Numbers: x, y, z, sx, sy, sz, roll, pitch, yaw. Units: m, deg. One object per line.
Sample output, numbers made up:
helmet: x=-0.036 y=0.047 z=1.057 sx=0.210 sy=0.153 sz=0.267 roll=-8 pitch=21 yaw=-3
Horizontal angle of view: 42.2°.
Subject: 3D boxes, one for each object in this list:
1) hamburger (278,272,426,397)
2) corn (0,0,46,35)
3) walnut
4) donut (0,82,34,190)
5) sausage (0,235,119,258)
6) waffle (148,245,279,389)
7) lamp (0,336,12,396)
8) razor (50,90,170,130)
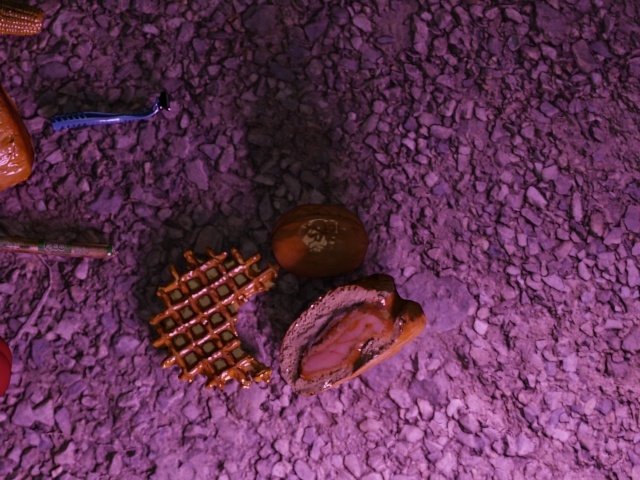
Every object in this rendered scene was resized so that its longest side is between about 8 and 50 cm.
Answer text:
hamburger: x=0.076 y=0.176 z=1.660 sx=0.209 sy=0.330 sz=0.162 roll=-17 pitch=67 yaw=-53
corn: x=-0.709 y=-0.478 z=1.775 sx=0.231 sy=0.080 sz=0.080 roll=6 pitch=77 yaw=-8
walnut: x=0.000 y=0.000 z=1.720 sx=0.207 sy=0.159 sz=0.159 roll=2 pitch=77 yaw=-5
donut: x=-0.673 y=-0.253 z=1.622 sx=0.160 sy=0.330 sz=0.330 roll=-31 pitch=83 yaw=-24
sausage: x=-0.550 y=0.014 z=1.705 sx=0.269 sy=0.033 sz=0.032 roll=5 pitch=77 yaw=-7
waffle: x=-0.217 y=0.157 z=1.702 sx=0.260 sy=0.069 sz=0.293 roll=7 pitch=79 yaw=-3
lamp: x=-0.692 y=0.235 z=1.542 sx=0.227 sy=0.227 sz=0.226 roll=2 pitch=77 yaw=-7
razor: x=-0.447 y=-0.269 z=1.779 sx=0.253 sy=0.042 sz=0.082 roll=-10 pitch=37 yaw=-9
